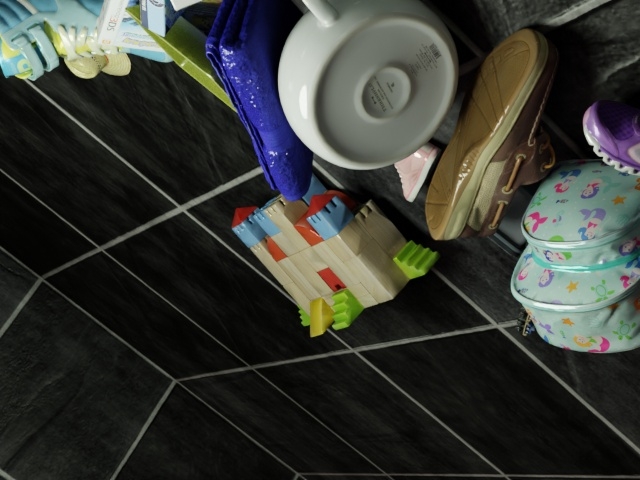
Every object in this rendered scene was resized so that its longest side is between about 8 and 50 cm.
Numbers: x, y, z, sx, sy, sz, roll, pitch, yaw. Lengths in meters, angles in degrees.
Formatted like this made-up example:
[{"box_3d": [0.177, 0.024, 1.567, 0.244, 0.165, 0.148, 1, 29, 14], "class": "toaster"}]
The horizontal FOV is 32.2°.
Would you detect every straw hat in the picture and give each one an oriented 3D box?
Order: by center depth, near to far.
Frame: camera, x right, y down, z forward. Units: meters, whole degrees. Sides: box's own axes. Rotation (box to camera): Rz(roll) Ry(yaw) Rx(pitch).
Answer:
[{"box_3d": [-0.407, -0.317, 1.924, 0.144, 0.061, 0.144, 25, 154, 13], "class": "straw hat"}]

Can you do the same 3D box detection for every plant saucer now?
[{"box_3d": [-0.164, -0.254, 1.556, 0.188, 0.045, 0.188, 40, 179, 25], "class": "plant saucer"}]

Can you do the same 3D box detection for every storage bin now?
[{"box_3d": [0.276, -0.060, 1.620, 0.135, 0.098, 0.091, 38, 126, -13], "class": "storage bin"}]

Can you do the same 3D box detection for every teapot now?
[{"box_3d": [0.041, -0.230, 1.446, 0.187, 0.252, 0.256, 51, 135, 50], "class": "teapot"}]

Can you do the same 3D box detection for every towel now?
[{"box_3d": [-0.070, -0.231, 1.522, 0.076, 0.228, 0.308, -1, 143, 15], "class": "towel"}]

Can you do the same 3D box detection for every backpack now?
[{"box_3d": [0.371, 0.018, 1.451, 0.225, 0.253, 0.191, 4, 143, 45], "class": "backpack"}]

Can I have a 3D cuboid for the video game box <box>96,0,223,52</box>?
[{"box_3d": [-0.208, -0.330, 1.594, 0.205, 0.048, 0.187, 4, 163, -18], "class": "video game box"}]

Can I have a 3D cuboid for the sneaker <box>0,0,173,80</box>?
[{"box_3d": [-0.384, -0.310, 1.744, 0.319, 0.208, 0.127, 24, 152, 15], "class": "sneaker"}]

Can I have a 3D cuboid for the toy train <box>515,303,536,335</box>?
[{"box_3d": [0.362, 0.120, 1.901, 0.036, 0.027, 0.158, 15, 151, 9], "class": "toy train"}]

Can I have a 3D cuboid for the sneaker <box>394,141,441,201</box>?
[{"box_3d": [0.137, -0.116, 1.704, 0.070, 0.051, 0.134, 30, 151, 7], "class": "sneaker"}]

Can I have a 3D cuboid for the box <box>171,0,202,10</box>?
[{"box_3d": [-0.065, -0.407, 1.211, 0.322, 0.058, 0.232, -17, 135, 12], "class": "box"}]

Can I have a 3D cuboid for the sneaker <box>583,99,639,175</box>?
[{"box_3d": [0.437, -0.120, 1.337, 0.236, 0.095, 0.104, 25, 147, 3], "class": "sneaker"}]

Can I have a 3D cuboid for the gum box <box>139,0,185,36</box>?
[{"box_3d": [-0.169, -0.378, 1.419, 0.041, 0.184, 0.157, 28, 153, 7], "class": "gum box"}]

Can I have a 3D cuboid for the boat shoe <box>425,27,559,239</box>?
[{"box_3d": [0.249, -0.127, 1.462, 0.123, 0.123, 0.342, 7, 132, -15], "class": "boat shoe"}]

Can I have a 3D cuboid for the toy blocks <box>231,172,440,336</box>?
[{"box_3d": [0.000, 0.000, 1.945, 0.261, 0.191, 0.381, 49, 151, -10], "class": "toy blocks"}]
